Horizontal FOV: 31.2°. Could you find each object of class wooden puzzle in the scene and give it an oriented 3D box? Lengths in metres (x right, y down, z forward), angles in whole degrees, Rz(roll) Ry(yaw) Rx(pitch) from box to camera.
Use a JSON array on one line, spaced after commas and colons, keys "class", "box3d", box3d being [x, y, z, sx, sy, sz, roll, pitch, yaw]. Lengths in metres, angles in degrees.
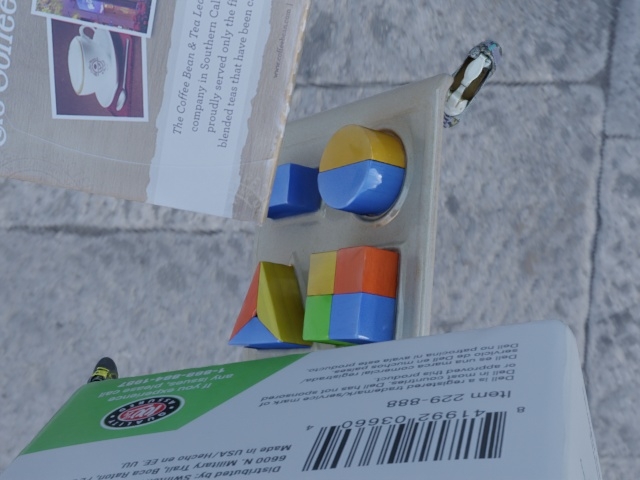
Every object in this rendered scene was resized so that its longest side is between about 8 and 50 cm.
[{"class": "wooden puzzle", "box3d": [0.000, 0.000, 1.244, 0.080, 0.322, 0.348, 17, 75, -33]}]

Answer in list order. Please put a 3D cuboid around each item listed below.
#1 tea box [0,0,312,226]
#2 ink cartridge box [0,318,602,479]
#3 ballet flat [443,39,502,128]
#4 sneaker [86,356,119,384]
[{"class": "tea box", "box3d": [-0.112, -0.228, 0.846, 0.219, 0.323, 0.329, 11, 111, -5]}, {"class": "ink cartridge box", "box3d": [-0.023, 0.144, 0.338, 0.211, 0.289, 0.122, -9, 107, 17]}, {"class": "ballet flat", "box3d": [0.153, -0.166, 1.236, 0.041, 0.041, 0.114, 29, 119, -8]}, {"class": "sneaker", "box3d": [-0.241, 0.157, 1.267, 0.031, 0.083, 0.035, 5, 130, -2]}]
